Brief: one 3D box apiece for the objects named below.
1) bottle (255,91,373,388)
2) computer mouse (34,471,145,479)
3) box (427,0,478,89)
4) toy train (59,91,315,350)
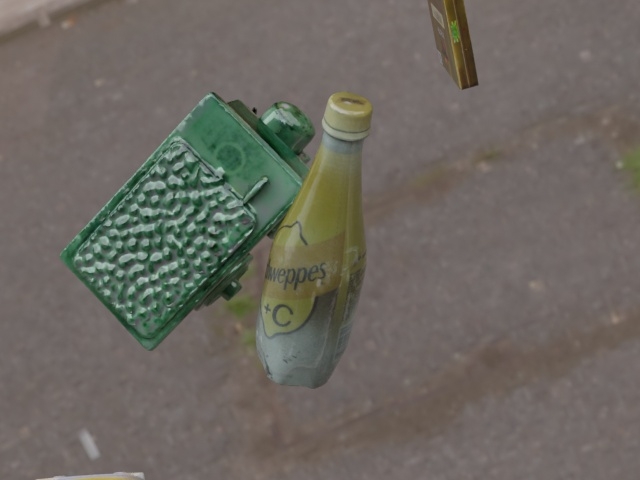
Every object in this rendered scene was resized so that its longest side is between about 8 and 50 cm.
[{"bbox_3d":[0.000,0.000,1.335,0.083,0.269,0.083,7,33,-5],"label":"bottle"},{"bbox_3d":[-0.172,0.193,1.138,0.102,0.044,0.199,-2,-12,-18],"label":"computer mouse"},{"bbox_3d":[0.133,-0.233,1.680,0.023,0.133,0.090,-15,28,-2],"label":"box"},{"bbox_3d":[-0.112,-0.026,1.603,0.266,0.145,0.202,-46,-4,17],"label":"toy train"}]
